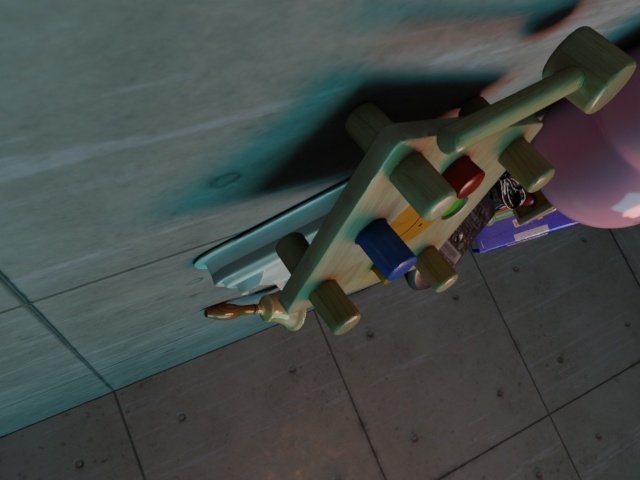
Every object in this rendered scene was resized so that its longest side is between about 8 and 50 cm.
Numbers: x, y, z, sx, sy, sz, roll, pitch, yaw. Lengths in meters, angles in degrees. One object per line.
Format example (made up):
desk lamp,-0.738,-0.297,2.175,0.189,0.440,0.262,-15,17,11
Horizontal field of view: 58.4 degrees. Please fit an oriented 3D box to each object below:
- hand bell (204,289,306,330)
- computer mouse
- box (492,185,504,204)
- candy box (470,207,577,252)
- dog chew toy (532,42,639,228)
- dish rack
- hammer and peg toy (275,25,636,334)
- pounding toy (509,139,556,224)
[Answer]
hand bell,-0.167,0.169,1.384,0.241,0.126,0.126,-1,158,-37
computer mouse,0.222,-0.038,0.950,0.272,0.072,0.188,-48,142,-2
box,0.279,-0.072,1.134,0.147,0.078,0.180,-29,169,27
candy box,0.559,-0.054,1.641,0.268,0.122,0.317,-17,176,10
dog chew toy,0.420,-0.154,0.718,0.206,0.207,0.332,-19,161,-25
dish rack,0.000,0.000,0.900,0.332,0.072,0.285,-27,169,15
hammer and peg toy,0.113,-0.066,0.583,0.265,0.127,0.361,-16,149,-40
pounding toy,0.406,-0.097,0.991,0.094,0.181,0.206,-21,170,-13
